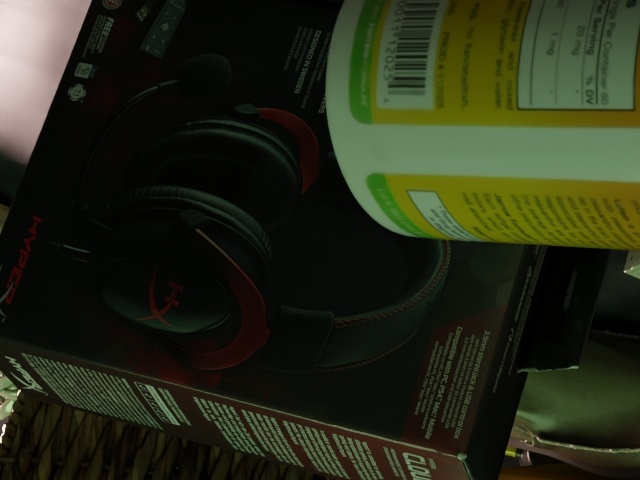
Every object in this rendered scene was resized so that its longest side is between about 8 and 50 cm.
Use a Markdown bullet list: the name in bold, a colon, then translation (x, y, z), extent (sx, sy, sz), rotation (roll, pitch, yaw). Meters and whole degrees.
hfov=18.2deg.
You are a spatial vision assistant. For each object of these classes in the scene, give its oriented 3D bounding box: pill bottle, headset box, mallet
- **pill bottle**: translation (0.137, -0.063, 0.840), extent (0.245, 0.136, 0.136), rotation (4, 156, 37)
- **headset box**: translation (0.000, 0.000, 1.019), extent (0.293, 0.218, 0.110), rotation (14, 161, 16)
- **mallet**: translation (0.109, 0.164, 1.622), extent (0.189, 0.039, 0.062), rotation (8, 167, 9)

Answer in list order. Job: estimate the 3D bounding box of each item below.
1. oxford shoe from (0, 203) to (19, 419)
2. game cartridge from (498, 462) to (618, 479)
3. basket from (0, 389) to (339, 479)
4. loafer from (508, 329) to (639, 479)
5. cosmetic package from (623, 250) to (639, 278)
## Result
- **oxford shoe**: translation (-0.242, 0.072, 1.586), extent (0.169, 0.130, 0.449), rotation (4, 155, 40)
- **game cartridge**: translation (0.301, 0.195, 1.391), extent (0.323, 0.053, 0.285), rotation (1, 177, 38)
- **basket**: translation (-0.034, 0.099, 1.197), extent (0.223, 0.299, 0.213), rotation (10, 160, 24)
- **loafer**: translation (0.159, 0.104, 1.352), extent (0.251, 0.094, 0.087), rotation (-3, 156, 47)
- **cosmetic package**: translation (0.235, 0.014, 1.116), extent (0.115, 0.041, 0.060), rotation (22, 160, -13)
